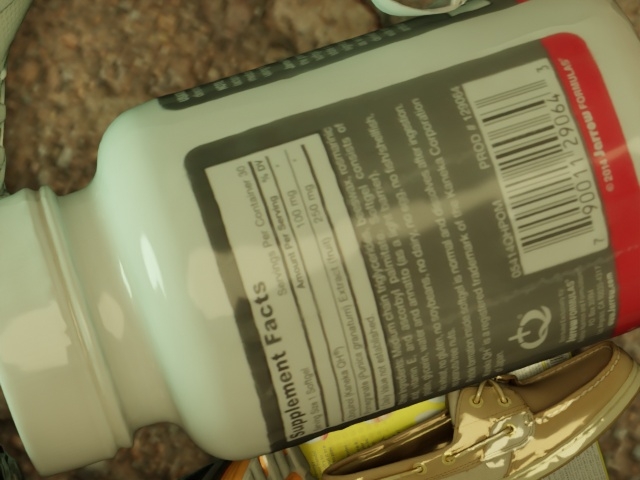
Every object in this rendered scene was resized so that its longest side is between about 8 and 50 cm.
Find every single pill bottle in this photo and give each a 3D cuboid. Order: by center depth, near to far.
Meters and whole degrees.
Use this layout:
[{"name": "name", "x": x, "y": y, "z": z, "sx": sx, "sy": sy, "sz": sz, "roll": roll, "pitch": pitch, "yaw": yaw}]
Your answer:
[{"name": "pill bottle", "x": 0.000, "y": 0.000, "z": 0.918, "sx": 0.318, "sy": 0.176, "sz": 0.176, "roll": -18, "pitch": 95, "yaw": -6}]

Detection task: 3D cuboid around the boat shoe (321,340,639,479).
[{"name": "boat shoe", "x": 0.077, "y": 0.093, "z": 0.956, "sx": 0.170, "sy": 0.063, "sz": 0.059, "roll": -33, "pitch": 101, "yaw": 3}]

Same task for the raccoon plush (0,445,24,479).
[{"name": "raccoon plush", "x": -0.248, "y": 0.275, "z": 0.840, "sx": 0.299, "sy": 0.216, "sz": 0.446, "roll": -14, "pitch": 102, "yaw": -1}]

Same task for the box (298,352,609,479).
[{"name": "box", "x": 0.050, "y": 0.106, "z": 1.010, "sx": 0.179, "sy": 0.043, "sz": 0.105, "roll": -17, "pitch": 95, "yaw": -1}]

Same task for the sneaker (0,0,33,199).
[{"name": "sneaker", "x": -0.188, "y": -0.038, "z": 0.977, "sx": 0.121, "sy": 0.099, "sz": 0.262, "roll": 31, "pitch": 101, "yaw": -11}]

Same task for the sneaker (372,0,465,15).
[{"name": "sneaker", "x": 0.004, "y": -0.273, "z": 0.828, "sx": 0.210, "sy": 0.137, "sz": 0.366, "roll": 12, "pitch": 102, "yaw": -6}]

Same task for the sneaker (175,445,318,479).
[{"name": "sneaker", "x": -0.070, "y": 0.164, "z": 0.907, "sx": 0.083, "sy": 0.215, "sz": 0.084, "roll": -19, "pitch": 98, "yaw": 28}]
